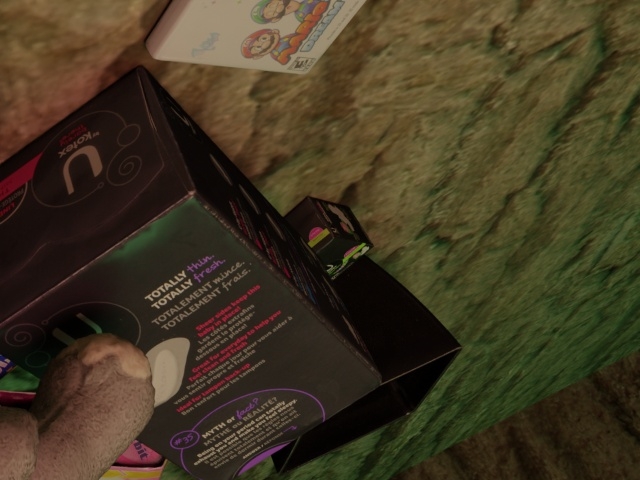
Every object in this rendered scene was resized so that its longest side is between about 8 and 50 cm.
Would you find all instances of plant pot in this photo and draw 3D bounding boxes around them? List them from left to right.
[{"bbox_3d":[0.011,0.122,1.111,0.188,0.167,0.187,-22,156,-24],"label":"plant pot"}]

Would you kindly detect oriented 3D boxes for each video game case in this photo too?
[{"bbox_3d":[-0.018,-0.170,0.650,0.143,0.019,0.157,-5,147,-47],"label":"video game case"}]

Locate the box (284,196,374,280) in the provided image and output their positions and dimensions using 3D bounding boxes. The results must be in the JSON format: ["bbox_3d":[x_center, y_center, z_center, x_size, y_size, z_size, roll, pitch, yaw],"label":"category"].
[{"bbox_3d":[0.000,0.000,0.989,0.062,0.052,0.083,-41,156,20],"label":"box"}]

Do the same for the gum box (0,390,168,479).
[{"bbox_3d":[-0.217,0.173,0.822,0.188,0.062,0.107,6,146,-15],"label":"gum box"}]

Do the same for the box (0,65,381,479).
[{"bbox_3d":[-0.099,0.038,0.724,0.165,0.143,0.270,-34,138,7],"label":"box"}]

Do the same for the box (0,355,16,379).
[{"bbox_3d":[-0.287,0.090,0.813,0.169,0.054,0.059,-37,158,18],"label":"box"}]

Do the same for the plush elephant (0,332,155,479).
[{"bbox_3d":[-0.292,0.126,0.482,0.272,0.255,0.330,-31,-162,26],"label":"plush elephant"}]
